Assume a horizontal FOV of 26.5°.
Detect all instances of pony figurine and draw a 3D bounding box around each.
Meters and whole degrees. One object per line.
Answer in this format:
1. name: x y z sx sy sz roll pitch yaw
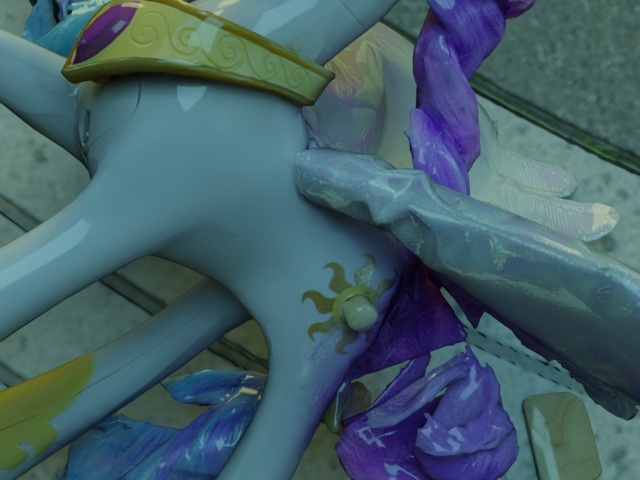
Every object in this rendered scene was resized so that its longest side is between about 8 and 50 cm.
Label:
1. pony figurine: 0.000 0.000 0.523 0.363 0.303 0.351 -43 124 4

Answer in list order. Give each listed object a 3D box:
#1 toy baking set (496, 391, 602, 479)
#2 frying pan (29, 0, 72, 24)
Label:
1. toy baking set: 0.066 0.186 0.600 0.256 0.030 0.196 -36 79 -20
2. frying pan: -0.031 -0.221 0.660 0.053 0.197 0.326 25 78 44
